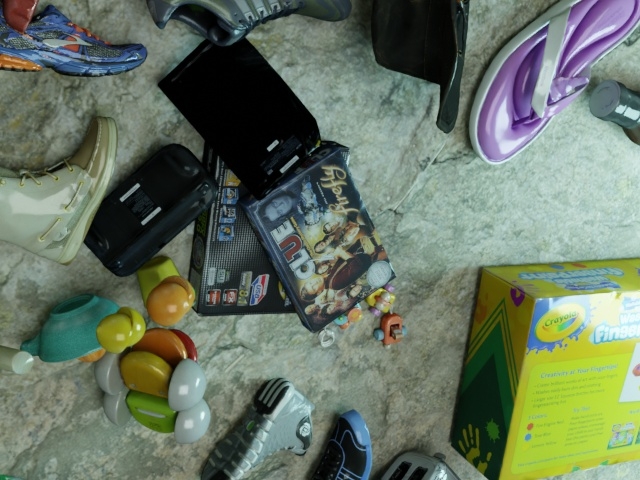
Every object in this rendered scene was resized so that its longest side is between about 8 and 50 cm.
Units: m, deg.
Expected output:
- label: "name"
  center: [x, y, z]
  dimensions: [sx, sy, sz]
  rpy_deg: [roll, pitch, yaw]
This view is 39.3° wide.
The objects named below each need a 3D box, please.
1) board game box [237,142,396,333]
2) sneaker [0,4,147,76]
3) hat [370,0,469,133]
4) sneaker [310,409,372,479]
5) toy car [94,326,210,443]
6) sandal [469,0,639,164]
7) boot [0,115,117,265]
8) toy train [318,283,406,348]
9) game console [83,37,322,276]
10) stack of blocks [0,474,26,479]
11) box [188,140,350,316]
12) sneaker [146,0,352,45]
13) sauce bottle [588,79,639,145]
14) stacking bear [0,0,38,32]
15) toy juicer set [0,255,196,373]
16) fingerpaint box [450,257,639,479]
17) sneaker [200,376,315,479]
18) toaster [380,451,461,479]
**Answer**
- label: "board game box"
  center: [0.000, 0.000, 1.347]
  dimensions: [0.165, 0.042, 0.243]
  rpy_deg: [-34, 120, -13]
- label: "sneaker"
  center: [-0.326, -0.253, 1.136]
  dimensions: [0.221, 0.083, 0.087]
  rpy_deg: [-1, 100, -31]
- label: "hat"
  center: [0.145, -0.324, 1.289]
  dimensions: [0.134, 0.331, 0.331]
  rpy_deg: [7, 108, 9]
- label: "sneaker"
  center: [0.028, 0.407, 1.559]
  dimensions: [0.091, 0.081, 0.232]
  rpy_deg: [-9, 113, -32]
- label: "toy car"
  center: [-0.234, 0.203, 1.322]
  dimensions: [0.136, 0.159, 0.182]
  rpy_deg: [-66, 162, -45]
- label: "sandal"
  center: [0.403, -0.297, 1.485]
  dimensions: [0.416, 0.102, 0.169]
  rpy_deg: [-49, 122, -4]
- label: "boot"
  center: [-0.370, -0.083, 1.176]
  dimensions: [0.165, 0.077, 0.213]
  rpy_deg: [19, 101, -30]
- label: "toy train"
  center: [0.082, 0.137, 1.510]
  dimensions: [0.166, 0.046, 0.125]
  rpy_deg: [-3, 109, -27]
- label: "game console"
  center: [-0.189, -0.105, 1.238]
  dimensions: [0.361, 0.044, 0.213]
  rpy_deg: [-41, 88, 7]
- label: "stack of blocks"
  center: [-0.437, 0.414, 1.265]
  dimensions: [0.297, 0.171, 0.087]
  rpy_deg: [24, 96, -33]
- label: "box"
  center: [-0.080, -0.021, 1.358]
  dimensions: [0.216, 0.060, 0.269]
  rpy_deg: [1, 107, -28]
- label: "sneaker"
  center: [-0.099, -0.315, 1.196]
  dimensions: [0.300, 0.111, 0.121]
  rpy_deg: [2, 79, -22]
- label: "sauce bottle"
  center: [0.632, -0.211, 1.633]
  dimensions: [0.345, 0.111, 0.111]
  rpy_deg: [16, 100, -31]
- label: "stacking bear"
  center: [-0.438, -0.368, 0.990]
  dimensions: [0.289, 0.164, 0.175]
  rpy_deg: [21, 92, -21]
- label: "toy juicer set"
  center: [-0.313, 0.133, 1.205]
  dimensions: [0.329, 0.209, 0.089]
  rpy_deg: [-23, 109, -19]
- label: "fingerpaint box"
  center: [0.492, 0.234, 1.691]
  dimensions: [0.445, 0.163, 0.370]
  rpy_deg: [-3, 110, -27]
- label: "sneaker"
  center: [-0.086, 0.348, 1.478]
  dimensions: [0.132, 0.086, 0.228]
  rpy_deg: [40, 86, -35]
- label: "toaster"
  center: [0.172, 0.494, 1.624]
  dimensions: [0.227, 0.129, 0.146]
  rpy_deg: [-47, 119, -26]
